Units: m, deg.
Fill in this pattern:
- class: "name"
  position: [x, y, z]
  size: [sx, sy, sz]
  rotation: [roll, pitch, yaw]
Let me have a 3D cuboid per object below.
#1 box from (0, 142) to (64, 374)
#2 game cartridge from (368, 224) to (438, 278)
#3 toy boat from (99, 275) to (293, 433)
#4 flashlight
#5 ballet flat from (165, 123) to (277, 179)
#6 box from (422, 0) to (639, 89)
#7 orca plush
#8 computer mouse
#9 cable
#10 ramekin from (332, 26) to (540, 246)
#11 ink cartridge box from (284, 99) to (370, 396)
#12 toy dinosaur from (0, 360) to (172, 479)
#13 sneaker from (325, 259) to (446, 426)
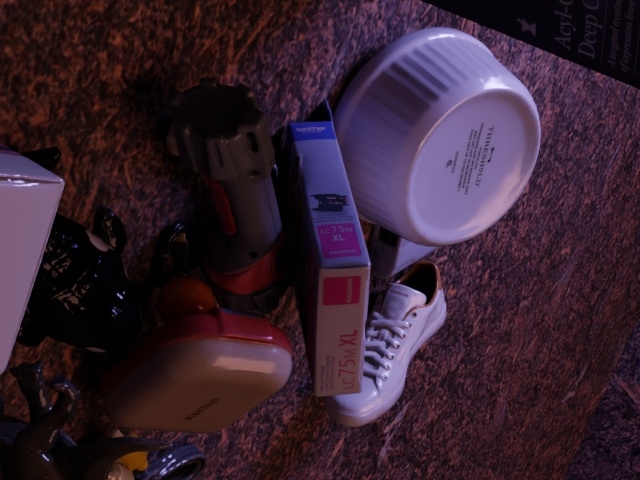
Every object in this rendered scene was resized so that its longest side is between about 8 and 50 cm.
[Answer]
- class: "box"
  position: [-0.305, -0.020, 0.816]
  size: [0.127, 0.232, 0.148]
  rotation: [-3, 118, -58]
- class: "game cartridge"
  position: [0.159, -0.105, 1.735]
  size: [0.198, 0.062, 0.297]
  rotation: [-25, 135, -44]
- class: "toy boat"
  position: [-0.137, 0.109, 1.305]
  size: [0.151, 0.151, 0.231]
  rotation: [11, 147, -33]
- class: "flashlight"
  position: [-0.091, -0.040, 1.263]
  size: [0.103, 0.103, 0.304]
  rotation: [-23, 146, -7]
- class: "ballet flat"
  position: [-0.100, -0.097, 1.296]
  size: [0.173, 0.049, 0.057]
  rotation: [11, 107, -60]
- class: "box"
  position: [0.239, -0.372, 1.249]
  size: [0.212, 0.396, 0.293]
  rotation: [-45, 148, -28]
- class: "orca plush"
  position: [-0.212, 0.029, 1.163]
  size: [0.151, 0.102, 0.287]
  rotation: [-43, 147, -32]
- class: "computer mouse"
  position: [-0.139, 0.073, 1.397]
  size: [0.071, 0.041, 0.242]
  rotation: [-45, 148, -27]
- class: "cable"
  position: [-0.212, 0.284, 1.432]
  size: [0.139, 0.072, 0.287]
  rotation: [-55, 153, -2]
- class: "ramekin"
  position: [0.149, -0.115, 1.543]
  size: [0.273, 0.127, 0.272]
  rotation: [-20, 130, -27]
- class: "ink cartridge box"
  position: [0.000, 0.000, 1.401]
  size: [0.311, 0.065, 0.185]
  rotation: [-99, -171, -50]
- class: "toy dinosaur"
  position: [-0.270, 0.194, 1.111]
  size: [0.121, 0.314, 0.160]
  rotation: [-60, 145, -75]
- class: "sneaker"
  position: [0.088, 0.134, 1.790]
  size: [0.290, 0.106, 0.123]
  rotation: [-53, 150, -40]
